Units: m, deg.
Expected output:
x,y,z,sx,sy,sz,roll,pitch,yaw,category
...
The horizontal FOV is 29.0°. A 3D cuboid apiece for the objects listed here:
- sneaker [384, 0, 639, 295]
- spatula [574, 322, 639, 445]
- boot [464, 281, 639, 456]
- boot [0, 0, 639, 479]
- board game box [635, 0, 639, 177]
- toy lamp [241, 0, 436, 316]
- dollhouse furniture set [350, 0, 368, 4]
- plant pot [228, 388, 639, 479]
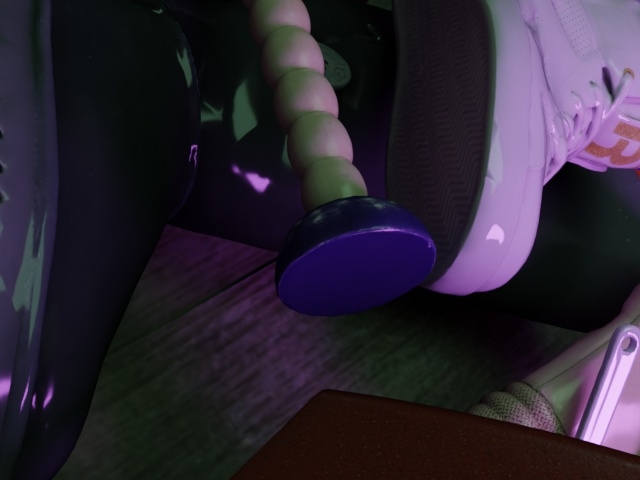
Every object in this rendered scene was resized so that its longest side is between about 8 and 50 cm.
x,y,z,sx,sy,sz,roll,pitch,yaw,category
0.127,-0.069,0.662,0.169,0.108,0.292,24,43,-18,sneaker
0.175,0.175,0.683,0.168,0.019,0.242,19,94,-20,spatula
0.193,0.131,0.761,0.203,0.262,0.095,-36,48,-10,boot
0.000,-0.002,0.699,0.445,0.146,0.367,16,56,-33,boot
0.387,-0.189,0.935,0.356,0.356,0.356,46,47,-3,board game box
-0.019,-0.097,0.591,0.080,0.080,0.274,8,52,-32,toy lamp
0.015,-0.311,0.734,0.201,0.374,0.152,22,47,-22,dollhouse furniture set
0.035,0.220,0.485,0.236,0.267,0.267,29,42,21,plant pot
